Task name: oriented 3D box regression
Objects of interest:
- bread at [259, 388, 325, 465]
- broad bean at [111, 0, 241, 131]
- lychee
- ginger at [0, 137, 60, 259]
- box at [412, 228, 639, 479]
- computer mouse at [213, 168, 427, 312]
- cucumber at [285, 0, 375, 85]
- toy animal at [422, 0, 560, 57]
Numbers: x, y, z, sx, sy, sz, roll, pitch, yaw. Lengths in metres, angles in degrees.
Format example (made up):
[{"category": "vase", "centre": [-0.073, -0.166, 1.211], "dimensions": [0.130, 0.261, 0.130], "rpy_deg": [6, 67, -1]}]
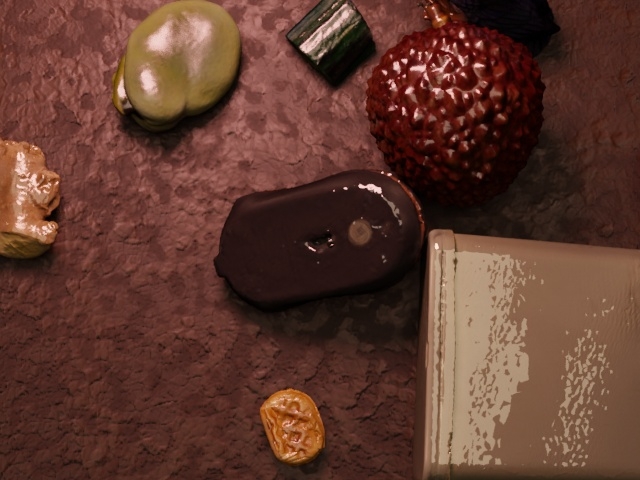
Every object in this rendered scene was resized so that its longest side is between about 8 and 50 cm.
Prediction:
[{"category": "bread", "centre": [-0.039, 0.270, 1.614], "dimensions": [0.083, 0.044, 0.111], "rpy_deg": [-21, 82, -7]}, {"category": "broad bean", "centre": [-0.221, -0.267, 1.692], "dimensions": [0.228, 0.100, 0.169], "rpy_deg": [-36, 89, -18]}, {"category": "lychee", "centre": [0.193, -0.194, 1.585], "dimensions": [0.264, 0.264, 0.300], "rpy_deg": [-10, 92, -2]}, {"category": "ginger", "centre": [-0.456, -0.080, 1.668], "dimensions": [0.137, 0.074, 0.213], "rpy_deg": [-12, 74, -2]}, {"category": "box", "centre": [0.309, 0.174, 1.567], "dimensions": [0.343, 0.177, 0.352], "rpy_deg": [3, 79, -2]}, {"category": "computer mouse", "centre": [0.002, 0.000, 1.615], "dimensions": [0.323, 0.116, 0.183], "rpy_deg": [-11, 89, 21]}, {"category": "cucumber", "centre": [0.019, -0.317, 1.713], "dimensions": [0.115, 0.062, 0.116], "rpy_deg": [-44, 81, -3]}, {"category": "toy animal", "centre": [0.237, -0.374, 1.661], "dimensions": [0.298, 0.185, 0.122], "rpy_deg": [30, 76, -13]}]
